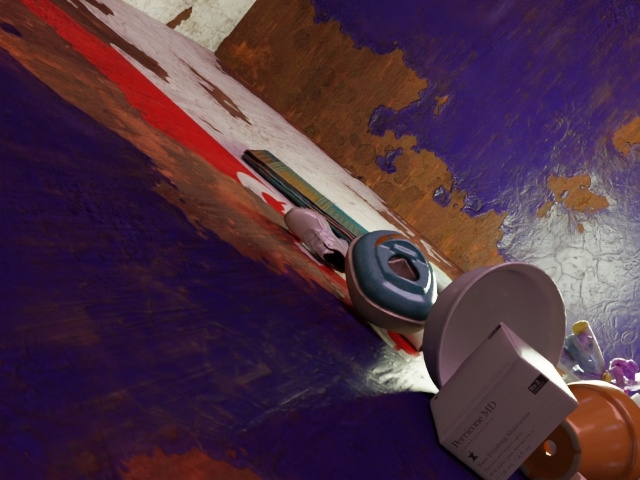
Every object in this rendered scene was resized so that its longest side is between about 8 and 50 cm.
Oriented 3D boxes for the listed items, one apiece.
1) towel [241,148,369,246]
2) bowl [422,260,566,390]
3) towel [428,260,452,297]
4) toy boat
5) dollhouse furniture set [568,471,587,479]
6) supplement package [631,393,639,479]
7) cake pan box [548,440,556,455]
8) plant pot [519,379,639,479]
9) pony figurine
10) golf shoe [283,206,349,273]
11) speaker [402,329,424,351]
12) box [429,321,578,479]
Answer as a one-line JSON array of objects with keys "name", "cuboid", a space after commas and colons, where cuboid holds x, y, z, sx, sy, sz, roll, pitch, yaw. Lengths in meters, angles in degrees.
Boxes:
[{"name": "towel", "cuboid": [-0.028, -0.105, 2.282, 0.370, 0.040, 0.271, 39, 8, 3]}, {"name": "bowl", "cuboid": [0.284, 0.168, 1.606, 0.298, 0.298, 0.134, 34, -7, -34]}, {"name": "towel", "cuboid": [0.305, 0.150, 2.249, 0.320, 0.090, 0.374, 31, 13, -40]}, {"name": "toy boat", "cuboid": [0.201, 0.077, 1.726, 0.318, 0.148, 0.267, 20, 31, -16]}, {"name": "dollhouse furniture set", "cuboid": [0.362, 0.445, 1.291, 0.144, 0.123, 0.151, 44, -25, 18]}, {"name": "supplement package", "cuboid": [0.702, 0.472, 1.906, 0.244, 0.139, 0.134, 58, -4, -17]}, {"name": "cake pan box", "cuboid": [0.522, 0.444, 1.808, 0.246, 0.070, 0.267, 35, 10, -40]}, {"name": "plant pot", "cuboid": [0.438, 0.353, 1.571, 0.188, 0.205, 0.205, 4, 35, -48]}, {"name": "pony figurine", "cuboid": [0.678, 0.362, 2.207, 0.363, 0.303, 0.351, 52, -19, -13]}, {"name": "golf shoe", "cuboid": [0.000, 0.000, 1.822, 0.176, 0.069, 0.086, 38, 16, -9]}, {"name": "speaker", "cuboid": [0.167, 0.155, 1.783, 0.136, 0.055, 0.055, 44, 10, 24]}, {"name": "box", "cuboid": [0.273, 0.247, 1.378, 0.119, 0.181, 0.182, 39, 10, -5]}]
